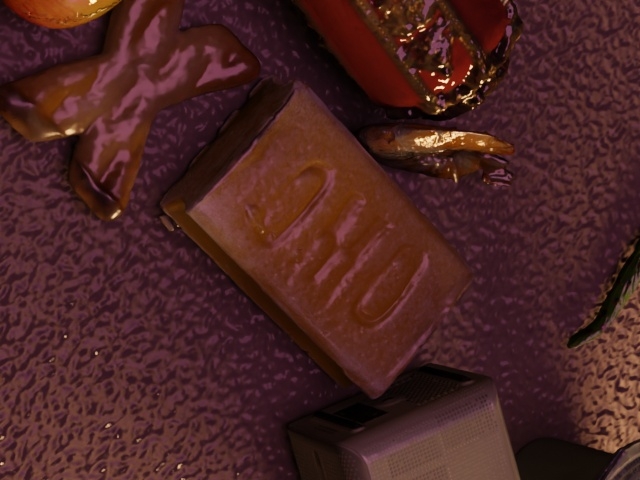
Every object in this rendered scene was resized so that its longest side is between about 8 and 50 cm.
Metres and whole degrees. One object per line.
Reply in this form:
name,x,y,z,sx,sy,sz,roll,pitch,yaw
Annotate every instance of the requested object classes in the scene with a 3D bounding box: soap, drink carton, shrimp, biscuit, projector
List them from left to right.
biscuit,-0.171,-0.140,1.638,0.208,0.047,0.164,-48,117,-14
soap,0.000,0.000,1.728,0.274,0.089,0.173,46,74,-26
projector,0.094,0.258,1.773,0.177,0.163,0.243,-22,105,-23
shrimp,0.119,-0.083,1.756,0.187,0.132,0.052,6,91,-39
drink carton,0.278,0.280,1.858,0.191,0.189,0.185,45,77,-25

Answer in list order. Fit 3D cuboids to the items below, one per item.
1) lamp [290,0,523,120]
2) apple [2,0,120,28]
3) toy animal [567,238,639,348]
lamp,0.063,-0.237,1.680,0.177,0.177,0.274,-47,115,-15
apple,-0.218,-0.252,1.546,0.146,0.146,0.147,-4,99,-28
toy animal,0.343,0.044,1.946,0.075,0.041,0.217,40,82,-25
